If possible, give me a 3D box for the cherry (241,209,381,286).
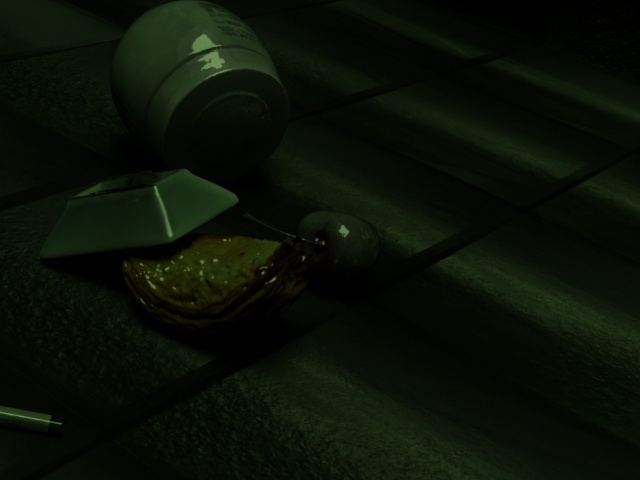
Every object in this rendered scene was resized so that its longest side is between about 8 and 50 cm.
[{"bbox_3d":[0.005,-0.004,1.603,0.188,0.115,0.148,24,49,34],"label":"cherry"}]

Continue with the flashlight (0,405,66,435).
[{"bbox_3d":[-0.325,0.199,1.193,0.083,0.018,0.018,11,26,-2],"label":"flashlight"}]

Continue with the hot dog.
[{"bbox_3d":[-0.139,0.056,1.434,0.259,0.114,0.175,0,26,29],"label":"hot dog"}]

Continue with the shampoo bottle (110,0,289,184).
[{"bbox_3d":[-0.205,-0.251,1.818,0.273,0.273,0.266,-6,42,-30],"label":"shampoo bottle"}]

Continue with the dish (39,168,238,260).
[{"bbox_3d":[-0.263,-0.047,1.511,0.243,0.080,0.182,-6,17,30],"label":"dish"}]
